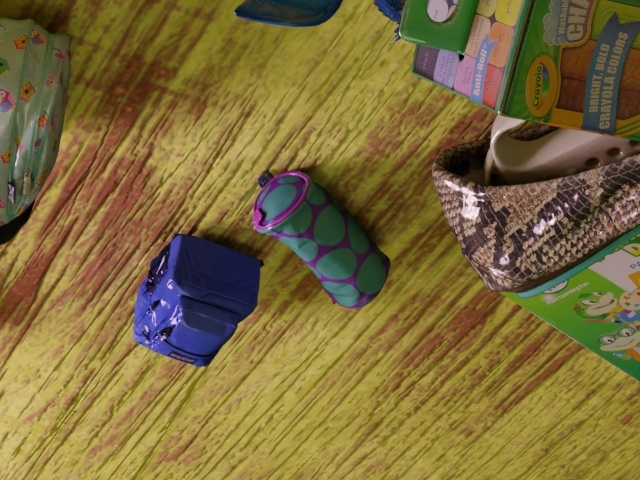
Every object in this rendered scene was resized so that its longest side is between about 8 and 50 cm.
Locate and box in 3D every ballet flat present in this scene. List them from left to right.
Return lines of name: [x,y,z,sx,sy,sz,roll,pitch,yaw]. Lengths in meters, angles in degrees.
ballet flat: [0.287,-0.105,1.547,0.483,0.164,0.182,-24,112,33]

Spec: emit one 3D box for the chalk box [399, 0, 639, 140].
chalk box: [0.159,-0.157,1.404,0.213,0.132,0.132,6,105,-30]

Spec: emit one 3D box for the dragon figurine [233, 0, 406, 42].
dragon figurine: [-0.022,-0.214,1.452,0.289,0.085,0.144,2,143,-1]

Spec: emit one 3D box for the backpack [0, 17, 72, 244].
backpack: [-0.264,-0.100,1.588,0.115,0.152,0.182,5,131,-13]

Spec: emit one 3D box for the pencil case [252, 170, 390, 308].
pencil case: [0.000,0.000,1.754,0.070,0.064,0.151,-32,133,15]

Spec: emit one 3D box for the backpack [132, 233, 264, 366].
backpack: [-0.124,0.064,1.820,0.098,0.101,0.120,24,142,-17]

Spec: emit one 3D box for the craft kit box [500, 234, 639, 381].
craft kit box: [0.328,0.027,1.784,0.246,0.061,0.250,33,133,-31]
